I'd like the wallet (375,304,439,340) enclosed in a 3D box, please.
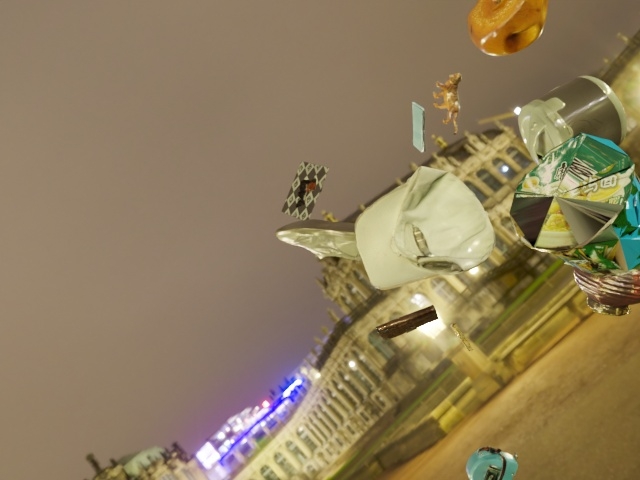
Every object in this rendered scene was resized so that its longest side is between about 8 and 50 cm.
[{"bbox_3d":[0.327,0.309,2.252,0.230,0.042,0.124,-25,-29,6],"label":"wallet"}]

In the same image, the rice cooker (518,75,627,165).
[{"bbox_3d":[0.809,-0.367,1.968,0.277,0.288,0.288,-29,-15,0],"label":"rice cooker"}]

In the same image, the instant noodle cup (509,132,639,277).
[{"bbox_3d":[0.500,-0.048,1.111,0.178,0.240,0.240,28,-67,-32],"label":"instant noodle cup"}]

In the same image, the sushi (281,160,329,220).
[{"bbox_3d":[-0.044,-0.185,2.320,0.047,0.231,0.219,21,-88,-32],"label":"sushi"}]

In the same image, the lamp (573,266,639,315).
[{"bbox_3d":[0.884,0.108,1.806,0.247,0.247,0.247,-41,-15,-13],"label":"lamp"}]

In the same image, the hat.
[{"bbox_3d":[0.230,0.002,1.386,0.301,0.257,0.168,-29,-26,28],"label":"hat"}]

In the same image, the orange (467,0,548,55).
[{"bbox_3d":[0.561,-0.674,1.790,0.183,0.249,0.249,21,-62,-39],"label":"orange"}]

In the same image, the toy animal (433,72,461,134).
[{"bbox_3d":[0.560,-0.580,2.584,0.116,0.255,0.114,-11,6,-1],"label":"toy animal"}]

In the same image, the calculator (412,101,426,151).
[{"bbox_3d":[0.307,-0.349,1.871,0.018,0.057,0.172,-33,-39,-17],"label":"calculator"}]

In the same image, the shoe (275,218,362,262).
[{"bbox_3d":[0.000,0.000,1.681,0.103,0.275,0.098,-23,-63,-58],"label":"shoe"}]

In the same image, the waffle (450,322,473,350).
[{"bbox_3d":[0.623,0.425,2.644,0.023,0.152,0.097,-36,-9,2],"label":"waffle"}]

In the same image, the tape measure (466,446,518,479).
[{"bbox_3d":[0.492,0.668,1.749,0.081,0.125,0.146,-96,24,-80],"label":"tape measure"}]
